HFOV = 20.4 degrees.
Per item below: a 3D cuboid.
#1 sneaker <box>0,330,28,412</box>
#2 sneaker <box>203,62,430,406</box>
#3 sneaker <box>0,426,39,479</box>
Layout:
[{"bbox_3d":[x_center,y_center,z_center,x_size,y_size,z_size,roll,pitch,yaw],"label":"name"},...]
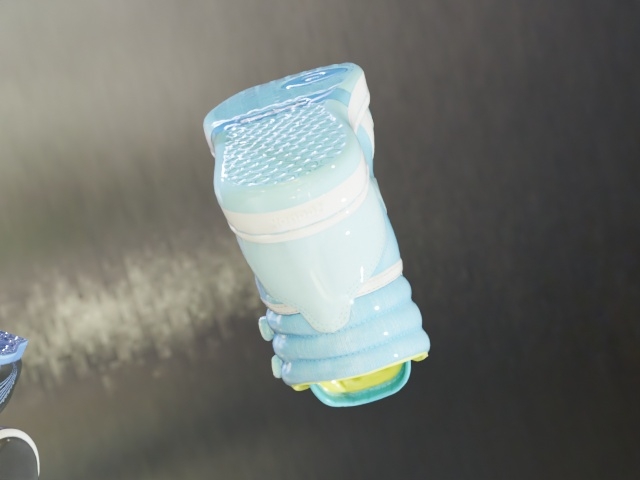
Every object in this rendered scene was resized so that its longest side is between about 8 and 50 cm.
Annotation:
[{"bbox_3d":[-0.335,0.135,1.711,0.232,0.081,0.090,7,-80,-85],"label":"sneaker"},{"bbox_3d":[0.000,0.000,1.284,0.319,0.127,0.208,-82,-25,-69],"label":"sneaker"},{"bbox_3d":[-0.274,0.274,1.490,0.097,0.084,0.234,5,73,45],"label":"sneaker"}]
